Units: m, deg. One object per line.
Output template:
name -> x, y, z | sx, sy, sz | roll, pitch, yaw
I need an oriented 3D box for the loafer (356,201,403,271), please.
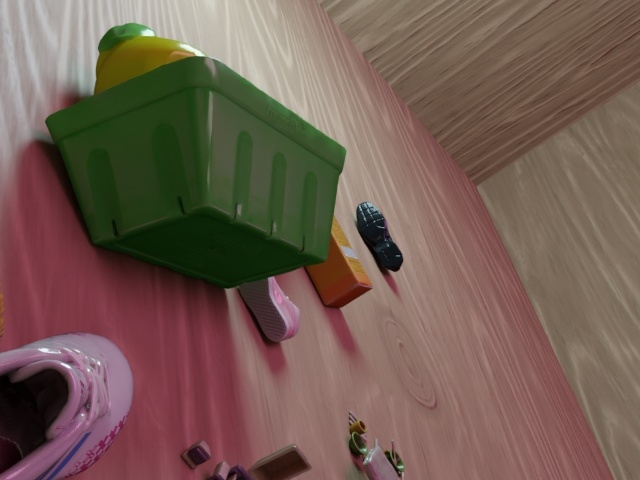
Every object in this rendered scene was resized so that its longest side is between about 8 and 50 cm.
loafer -> 0.125, -0.004, 2.082 | 0.061, 0.062, 0.170 | 74, -8, -71

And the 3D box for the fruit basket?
fruit basket -> -0.164, -0.146, 1.246 | 0.392, 0.283, 0.392 | 44, 38, -48

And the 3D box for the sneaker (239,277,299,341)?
sneaker -> -0.073, 0.085, 1.383 | 0.134, 0.051, 0.070 | 65, 17, 16

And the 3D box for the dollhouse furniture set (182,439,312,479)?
dollhouse furniture set -> -0.078, 0.243, 0.980 | 0.091, 0.114, 0.081 | 54, 21, -16

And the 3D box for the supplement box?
supplement box -> 0.000, 0.000, 1.684 | 0.233, 0.078, 0.080 | 62, 18, 16

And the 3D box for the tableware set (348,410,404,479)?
tableware set -> 0.093, 0.326, 1.436 | 0.154, 0.024, 0.104 | 51, 18, -18

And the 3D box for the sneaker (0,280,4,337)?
sneaker -> -0.364, -0.020, 0.739 | 0.296, 0.112, 0.131 | 56, 34, 6

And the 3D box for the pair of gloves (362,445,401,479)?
pair of gloves -> 0.097, 0.406, 1.276 | 0.204, 0.042, 0.240 | 57, 19, -8

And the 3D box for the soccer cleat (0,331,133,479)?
soccer cleat -> -0.210, 0.132, 0.750 | 0.116, 0.143, 0.331 | 58, 19, 1
